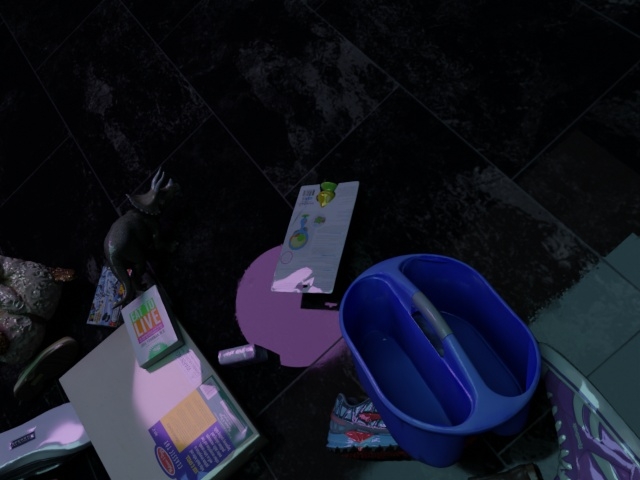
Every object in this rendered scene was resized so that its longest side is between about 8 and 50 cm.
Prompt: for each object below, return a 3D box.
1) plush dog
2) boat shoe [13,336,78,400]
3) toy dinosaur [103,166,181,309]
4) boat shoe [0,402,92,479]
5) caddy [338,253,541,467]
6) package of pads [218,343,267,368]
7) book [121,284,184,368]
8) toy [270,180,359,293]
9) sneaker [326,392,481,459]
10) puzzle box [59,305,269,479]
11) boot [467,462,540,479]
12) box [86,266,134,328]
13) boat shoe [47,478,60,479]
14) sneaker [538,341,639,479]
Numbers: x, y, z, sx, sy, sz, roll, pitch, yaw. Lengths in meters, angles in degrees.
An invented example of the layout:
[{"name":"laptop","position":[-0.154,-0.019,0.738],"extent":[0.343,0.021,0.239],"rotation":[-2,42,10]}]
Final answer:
[{"name":"plush dog","position":[-0.665,0.164,1.527],"extent":[0.211,0.262,0.225],"rotation":[6,75,8]},{"name":"boat shoe","position":[-0.624,0.274,1.543],"extent":[0.190,0.068,0.072],"rotation":[-41,40,6]},{"name":"toy dinosaur","position":[-0.401,0.006,1.452],"extent":[0.121,0.160,0.313],"rotation":[0,46,33]},{"name":"boat shoe","position":[-0.563,0.430,1.421],"extent":[0.301,0.102,0.108],"rotation":[-22,50,-6]},{"name":"caddy","position":[0.173,0.161,1.025],"extent":[0.241,0.179,0.341],"rotation":[-23,44,-10]},{"name":"package of pads","position":[-0.149,0.222,1.311],"extent":[0.083,0.050,0.032],"rotation":[-15,63,22]},{"name":"book","position":[-0.341,0.175,1.380],"extent":[0.096,0.035,0.144],"rotation":[-34,56,4]},{"name":"toy","position":[0.000,0.000,1.322],"extent":[0.137,0.056,0.237],"rotation":[-2,64,32]},{"name":"sneaker","position":[0.127,0.283,1.104],"extent":[0.262,0.104,0.125],"rotation":[-9,63,25]},{"name":"puzzle box","position":[-0.316,0.328,1.327],"extent":[0.272,0.052,0.409],"rotation":[-40,55,-6]},{"name":"boot","position":[0.276,0.393,1.015],"extent":[0.114,0.037,0.106],"rotation":[-21,48,16]},{"name":"box","position":[-0.465,0.128,1.537],"extent":[0.094,0.027,0.137],"rotation":[1,70,30]},{"name":"boat shoe","position":[-0.460,0.538,1.302],"extent":[0.342,0.123,0.123],"rotation":[7,98,40]},{"name":"sneaker","position":[0.359,0.290,0.979],"extent":[0.161,0.102,0.282],"rotation":[-41,56,11]}]
